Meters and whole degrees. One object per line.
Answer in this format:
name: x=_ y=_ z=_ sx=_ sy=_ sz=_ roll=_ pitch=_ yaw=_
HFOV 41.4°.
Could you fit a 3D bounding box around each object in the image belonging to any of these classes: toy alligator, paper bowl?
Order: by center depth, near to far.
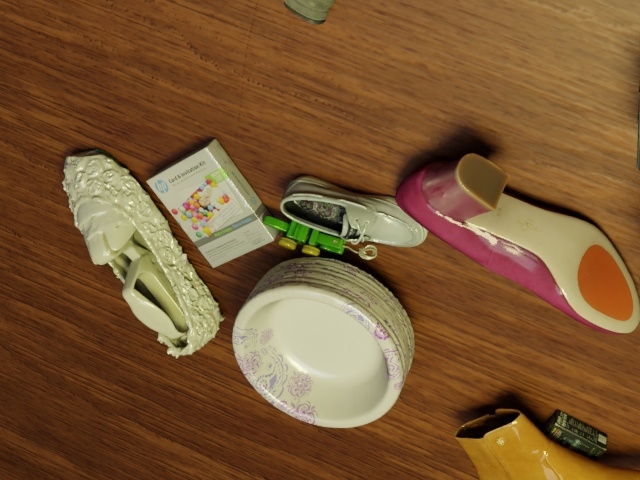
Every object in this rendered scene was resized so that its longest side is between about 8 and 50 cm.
toy alligator: x=0.000 y=0.000 z=1.335 sx=0.189 sy=0.056 sz=0.051 roll=17 pitch=170 yaw=10
paper bowl: x=0.013 y=0.152 z=1.369 sx=0.284 sy=0.148 sz=0.284 roll=12 pitch=126 yaw=17

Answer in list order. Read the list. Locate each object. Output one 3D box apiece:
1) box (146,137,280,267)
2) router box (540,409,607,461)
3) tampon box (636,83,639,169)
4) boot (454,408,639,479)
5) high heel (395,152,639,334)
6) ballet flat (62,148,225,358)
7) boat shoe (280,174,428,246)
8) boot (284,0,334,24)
box: x=-0.172 y=-0.057 z=1.376 sx=0.145 sy=0.038 sz=0.186 roll=-23 pitch=110 yaw=34
router box: x=0.404 y=0.348 z=1.406 sx=0.092 sy=0.038 sz=0.122 roll=27 pitch=129 yaw=4
tampon box: x=0.455 y=-0.150 z=0.984 sx=0.161 sy=0.120 sz=0.101 roll=3 pitch=123 yaw=22
boot: x=0.369 y=0.351 z=1.331 sx=0.295 sy=0.104 sz=0.211 roll=-19 pitch=112 yaw=38
high heel: x=0.283 y=0.012 z=1.211 sx=0.377 sy=0.127 sz=0.181 roll=42 pitch=158 yaw=-13
ballet flat: x=-0.309 y=0.031 z=1.437 sx=0.147 sy=0.147 sz=0.409 roll=-23 pitch=111 yaw=34
boat shoe: x=0.046 y=-0.029 z=1.271 sx=0.227 sy=0.081 sz=0.079 roll=18 pitch=128 yaw=12
boot: x=-0.056 y=-0.391 z=1.061 sx=0.246 sy=0.083 sz=0.161 roll=40 pitch=130 yaw=-13
